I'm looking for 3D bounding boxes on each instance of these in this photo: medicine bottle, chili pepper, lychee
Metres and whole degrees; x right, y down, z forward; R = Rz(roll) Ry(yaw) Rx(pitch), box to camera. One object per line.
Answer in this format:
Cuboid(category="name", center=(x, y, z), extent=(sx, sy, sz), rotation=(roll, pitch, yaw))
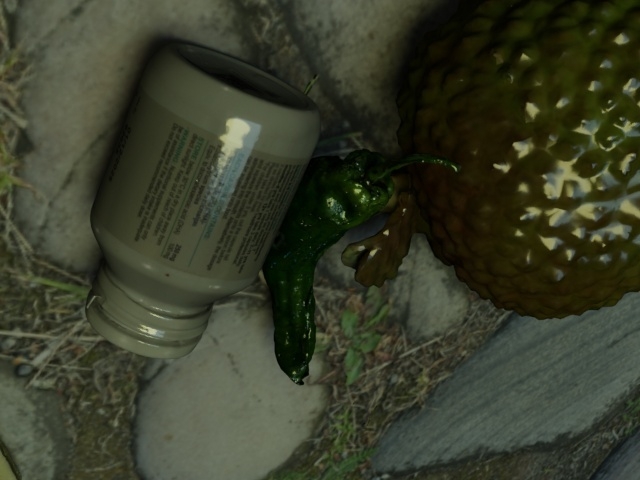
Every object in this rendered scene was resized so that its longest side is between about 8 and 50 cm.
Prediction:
Cuboid(category="medicine bottle", center=(-0.097, -0.024, 0.687), extent=(0.135, 0.135, 0.215), rotation=(12, 112, -33))
Cuboid(category="chili pepper", center=(0.000, 0.000, 0.741), extent=(0.065, 0.122, 0.279), rotation=(-28, 157, -39))
Cuboid(category="lychee", center=(0.182, -0.070, 0.737), extent=(0.270, 0.270, 0.320), rotation=(-1, 159, -28))

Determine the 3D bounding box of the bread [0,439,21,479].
Cuboid(category="bread", center=(-0.303, 0.163, 0.757), extent=(0.068, 0.028, 0.154), rotation=(-24, 128, -14))
